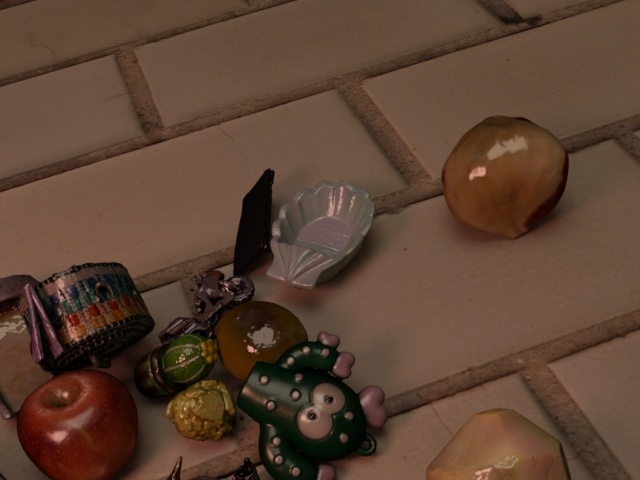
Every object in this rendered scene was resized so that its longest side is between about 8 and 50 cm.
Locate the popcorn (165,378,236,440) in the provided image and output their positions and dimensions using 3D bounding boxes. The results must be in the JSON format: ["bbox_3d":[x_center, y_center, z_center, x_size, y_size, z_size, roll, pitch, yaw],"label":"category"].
[{"bbox_3d":[-0.198,0.295,1.551,0.116,0.121,0.106,-40,85,3],"label":"popcorn"}]

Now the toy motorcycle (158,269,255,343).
[{"bbox_3d":[-0.227,0.134,1.740,0.118,0.084,0.212,31,61,26],"label":"toy motorcycle"}]

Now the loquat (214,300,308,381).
[{"bbox_3d":[-0.110,0.181,1.620,0.195,0.152,0.152,28,55,28],"label":"loquat"}]

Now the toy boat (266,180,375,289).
[{"bbox_3d":[0.000,0.000,1.821,0.199,0.100,0.290,13,47,24],"label":"toy boat"}]

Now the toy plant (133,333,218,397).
[{"bbox_3d":[-0.251,0.221,1.608,0.162,0.093,0.092,-26,36,26],"label":"toy plant"}]

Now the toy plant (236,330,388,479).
[{"bbox_3d":[-0.013,0.283,1.490,0.232,0.112,0.243,-35,77,-16],"label":"toy plant"}]

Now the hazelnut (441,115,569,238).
[{"bbox_3d":[0.367,-0.125,1.813,0.261,0.241,0.261,-11,13,3],"label":"hazelnut"}]

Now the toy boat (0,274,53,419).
[{"bbox_3d":[-0.597,0.190,1.752,0.293,0.111,0.276,29,55,20],"label":"toy boat"}]

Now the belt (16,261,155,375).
[{"bbox_3d":[-0.410,0.148,1.607,0.207,0.295,0.160,-25,81,-10],"label":"belt"}]

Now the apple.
[{"bbox_3d":[-0.403,0.320,1.525,0.201,0.162,0.201,-11,32,7],"label":"apple"}]

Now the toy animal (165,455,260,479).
[{"bbox_3d":[-0.173,0.404,1.450,0.202,0.070,0.105,2,63,8],"label":"toy animal"}]

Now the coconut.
[{"bbox_3d":[0.256,0.358,1.306,0.197,0.237,0.237,0,32,-38],"label":"coconut"}]

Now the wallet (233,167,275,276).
[{"bbox_3d":[-0.142,-0.038,1.891,0.025,0.124,0.244,26,40,-22],"label":"wallet"}]

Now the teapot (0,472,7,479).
[{"bbox_3d":[-0.587,0.372,1.397,0.223,0.285,0.305,-25,7,9],"label":"teapot"}]
